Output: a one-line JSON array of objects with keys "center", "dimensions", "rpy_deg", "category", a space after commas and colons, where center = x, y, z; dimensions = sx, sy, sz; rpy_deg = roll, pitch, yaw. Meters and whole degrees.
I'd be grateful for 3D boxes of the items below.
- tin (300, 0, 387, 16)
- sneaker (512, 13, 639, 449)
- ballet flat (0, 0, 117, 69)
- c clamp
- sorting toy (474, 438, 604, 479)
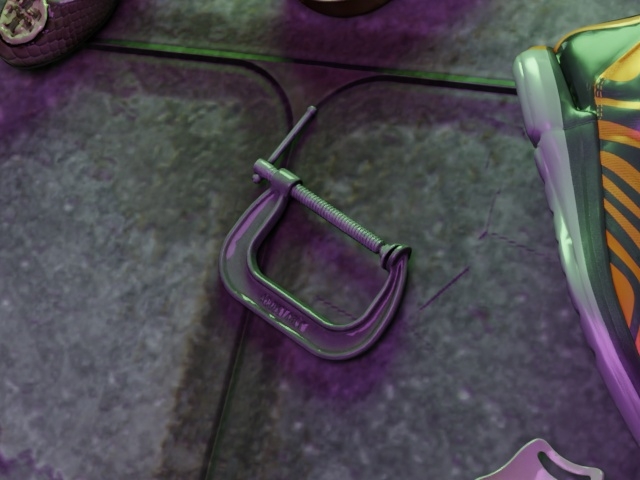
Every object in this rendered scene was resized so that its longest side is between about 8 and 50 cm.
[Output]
[{"center": [0.052, -0.235, 1.398], "dimensions": [0.189, 0.040, 0.106], "rpy_deg": [-35, 60, 4], "category": "tin"}, {"center": [0.238, -0.012, 1.203], "dimensions": [0.180, 0.124, 0.321], "rpy_deg": [-19, 66, 13], "category": "sneaker"}, {"center": [-0.155, -0.230, 1.453], "dimensions": [0.250, 0.058, 0.084], "rpy_deg": [-45, 63, -1], "category": "ballet flat"}, {"center": [0.000, 0.000, 1.336], "dimensions": [0.160, 0.022, 0.137], "rpy_deg": [41, 87, 27], "category": "c clamp"}, {"center": [0.137, 0.163, 1.220], "dimensions": [0.083, 0.045, 0.075], "rpy_deg": [27, 74, 26], "category": "sorting toy"}]
